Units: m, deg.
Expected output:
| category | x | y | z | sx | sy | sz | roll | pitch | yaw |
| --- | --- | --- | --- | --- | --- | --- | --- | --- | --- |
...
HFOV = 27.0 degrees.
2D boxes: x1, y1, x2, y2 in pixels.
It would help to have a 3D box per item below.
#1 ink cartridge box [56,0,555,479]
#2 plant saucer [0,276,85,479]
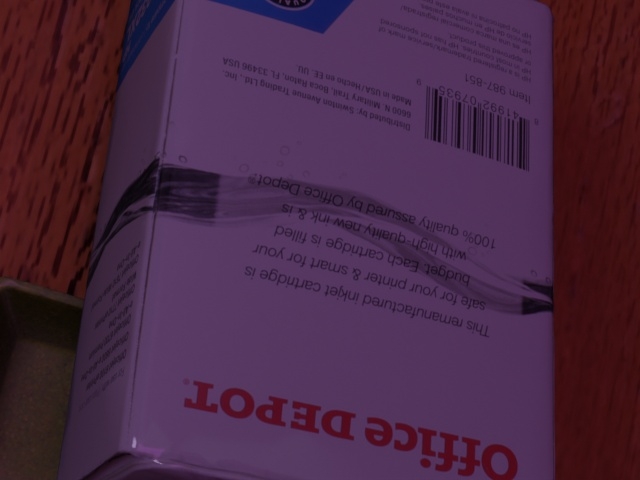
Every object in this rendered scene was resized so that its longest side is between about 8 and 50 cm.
| category | x | y | z | sx | sy | sz | roll | pitch | yaw |
| --- | --- | --- | --- | --- | --- | --- | --- | --- | --- |
| ink cartridge box | 0.000 | 0.000 | 0.711 | 0.223 | 0.129 | 0.307 | 15 | 64 | -22 |
| plant saucer | -0.117 | 0.135 | 0.726 | 0.188 | 0.045 | 0.188 | 18 | 76 | -20 |
